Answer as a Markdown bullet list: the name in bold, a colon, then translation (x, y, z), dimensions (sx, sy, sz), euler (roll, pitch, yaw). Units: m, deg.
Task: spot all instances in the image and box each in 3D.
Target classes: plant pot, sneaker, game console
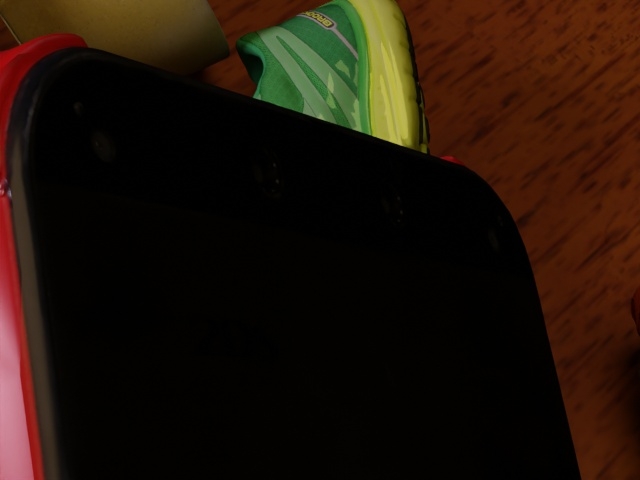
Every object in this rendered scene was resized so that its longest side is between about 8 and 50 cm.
- **plant pot**: translation (-0.128, -0.134, 0.909), dimensions (0.095, 0.134, 0.134), euler (-35, 66, -5)
- **sneaker**: translation (0.000, 0.000, 0.860), dimensions (0.124, 0.109, 0.295), euler (-8, 55, 10)
- **game console**: translation (0.006, 0.111, 0.607), dimensions (0.386, 0.060, 0.342), euler (11, 65, -57)

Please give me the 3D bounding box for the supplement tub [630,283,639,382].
- **supplement tub**: translation (0.237, 0.095, 0.824), dimensions (0.117, 0.117, 0.190), euler (-7, 56, -19)
